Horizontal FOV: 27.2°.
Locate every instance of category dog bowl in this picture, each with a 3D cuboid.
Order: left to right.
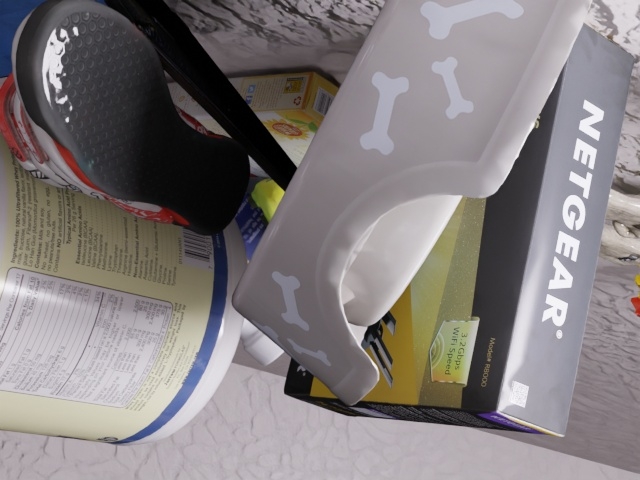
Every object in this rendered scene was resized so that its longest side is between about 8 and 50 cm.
[{"bbox_3d":[0.055,-0.070,0.856,0.102,0.348,0.349,28,165,-1],"label":"dog bowl"}]

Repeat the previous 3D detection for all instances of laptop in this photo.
[{"bbox_3d":[-0.237,-0.138,1.029,0.408,0.236,0.382,53,-176,26],"label":"laptop"}]

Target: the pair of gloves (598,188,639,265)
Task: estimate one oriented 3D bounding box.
[{"bbox_3d":[0.295,-0.025,1.359,0.204,0.042,0.240,15,169,-16],"label":"pair of gloves"}]

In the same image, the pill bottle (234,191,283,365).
[{"bbox_3d":[-0.121,0.011,1.506,0.265,0.153,0.153,41,162,-6],"label":"pill bottle"}]

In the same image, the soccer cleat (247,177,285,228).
[{"bbox_3d":[0.010,-0.036,1.421,0.121,0.093,0.289,-29,169,13],"label":"soccer cleat"}]

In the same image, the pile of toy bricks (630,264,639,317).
[{"bbox_3d":[0.435,0.070,1.450,0.212,0.105,0.118,6,163,31],"label":"pile of toy bricks"}]

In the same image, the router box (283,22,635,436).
[{"bbox_3d":[0.107,-0.008,1.062,0.081,0.309,0.243,24,162,-37],"label":"router box"}]

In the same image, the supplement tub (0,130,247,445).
[{"bbox_3d":[-0.243,0.025,1.002,0.325,0.235,0.235,16,169,-43],"label":"supplement tub"}]

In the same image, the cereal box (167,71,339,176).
[{"bbox_3d":[-0.050,-0.113,1.346,0.240,0.047,0.173,3,164,40],"label":"cereal box"}]

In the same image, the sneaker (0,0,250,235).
[{"bbox_3d":[-0.155,-0.079,0.813,0.145,0.090,0.270,19,171,22],"label":"sneaker"}]

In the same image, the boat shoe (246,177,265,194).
[{"bbox_3d":[-0.002,0.004,1.624,0.306,0.113,0.105,15,173,9],"label":"boat shoe"}]
